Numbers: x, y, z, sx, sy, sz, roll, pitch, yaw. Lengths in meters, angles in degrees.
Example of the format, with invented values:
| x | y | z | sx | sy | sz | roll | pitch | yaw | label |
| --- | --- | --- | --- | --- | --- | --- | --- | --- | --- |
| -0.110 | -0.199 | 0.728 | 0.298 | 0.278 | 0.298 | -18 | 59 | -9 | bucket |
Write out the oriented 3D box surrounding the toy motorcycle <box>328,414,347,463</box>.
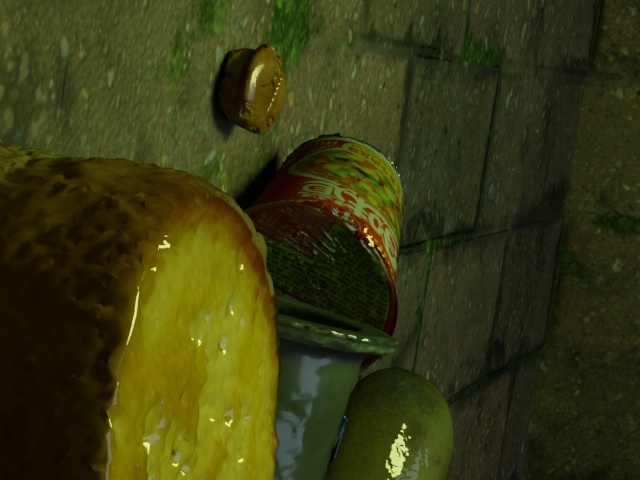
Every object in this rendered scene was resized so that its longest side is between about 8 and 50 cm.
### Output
| x | y | z | sx | sy | sz | roll | pitch | yaw | label |
| --- | --- | --- | --- | --- | --- | --- | --- | --- | --- |
| -0.045 | 0.192 | 1.910 | 0.331 | 0.125 | 0.196 | -68 | 159 | -48 | toy motorcycle |

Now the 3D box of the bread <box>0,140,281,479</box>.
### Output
| x | y | z | sx | sy | sz | roll | pitch | yaw | label |
| --- | --- | --- | --- | --- | --- | --- | --- | --- | --- |
| -0.165 | 0.115 | 1.286 | 0.398 | 0.215 | 0.398 | 4 | 90 | -73 | bread |

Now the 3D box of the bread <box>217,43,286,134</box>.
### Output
| x | y | z | sx | sy | sz | roll | pitch | yaw | label |
| --- | --- | --- | --- | --- | --- | --- | --- | --- | --- |
| -0.060 | -0.136 | 1.779 | 0.081 | 0.046 | 0.083 | -59 | 155 | -45 | bread |

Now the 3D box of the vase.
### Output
| x | y | z | sx | sy | sz | roll | pitch | yaw | label |
| --- | --- | --- | --- | --- | --- | --- | --- | --- | --- |
| -0.087 | 0.181 | 1.570 | 0.245 | 0.245 | 0.291 | 14 | 91 | -74 | vase |

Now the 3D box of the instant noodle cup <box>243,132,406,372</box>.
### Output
| x | y | z | sx | sy | sz | roll | pitch | yaw | label |
| --- | --- | --- | --- | --- | --- | --- | --- | --- | --- |
| 0.000 | 0.000 | 1.866 | 0.212 | 0.193 | 0.193 | -67 | 161 | -59 | instant noodle cup |

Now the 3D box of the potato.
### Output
| x | y | z | sx | sy | sz | roll | pitch | yaw | label |
| --- | --- | --- | --- | --- | --- | --- | --- | --- | --- |
| 0.060 | 0.263 | 2.246 | 0.174 | 0.159 | 0.251 | 53 | 45 | -32 | potato |
